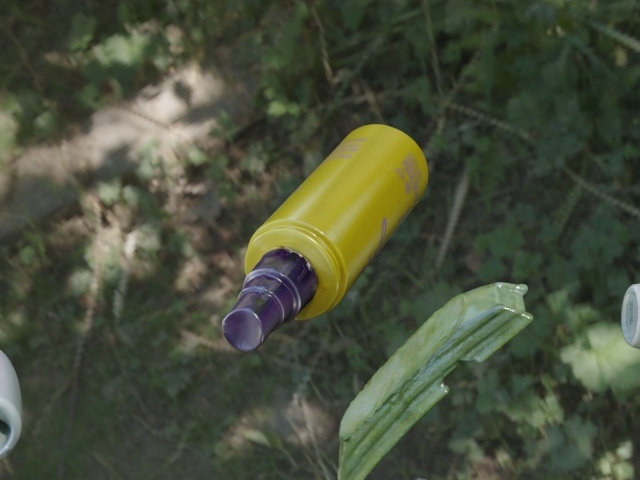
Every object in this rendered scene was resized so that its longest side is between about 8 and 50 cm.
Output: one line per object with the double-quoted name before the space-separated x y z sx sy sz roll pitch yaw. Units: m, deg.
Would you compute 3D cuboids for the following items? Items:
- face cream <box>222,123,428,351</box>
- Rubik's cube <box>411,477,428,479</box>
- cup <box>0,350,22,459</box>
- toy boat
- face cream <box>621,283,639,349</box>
"face cream" 0.000 0.000 1.071 0.078 0.078 0.273 3 27 23
"Rubik's cube" 0.190 0.493 1.472 0.337 0.344 0.344 18 22 -3
"cup" -0.220 0.174 0.620 0.300 0.167 0.173 -52 22 8
"toy boat" 0.094 0.145 1.469 0.293 0.055 0.093 -49 18 25
"face cream" 0.319 0.062 1.115 0.182 0.051 0.072 5 78 -8
